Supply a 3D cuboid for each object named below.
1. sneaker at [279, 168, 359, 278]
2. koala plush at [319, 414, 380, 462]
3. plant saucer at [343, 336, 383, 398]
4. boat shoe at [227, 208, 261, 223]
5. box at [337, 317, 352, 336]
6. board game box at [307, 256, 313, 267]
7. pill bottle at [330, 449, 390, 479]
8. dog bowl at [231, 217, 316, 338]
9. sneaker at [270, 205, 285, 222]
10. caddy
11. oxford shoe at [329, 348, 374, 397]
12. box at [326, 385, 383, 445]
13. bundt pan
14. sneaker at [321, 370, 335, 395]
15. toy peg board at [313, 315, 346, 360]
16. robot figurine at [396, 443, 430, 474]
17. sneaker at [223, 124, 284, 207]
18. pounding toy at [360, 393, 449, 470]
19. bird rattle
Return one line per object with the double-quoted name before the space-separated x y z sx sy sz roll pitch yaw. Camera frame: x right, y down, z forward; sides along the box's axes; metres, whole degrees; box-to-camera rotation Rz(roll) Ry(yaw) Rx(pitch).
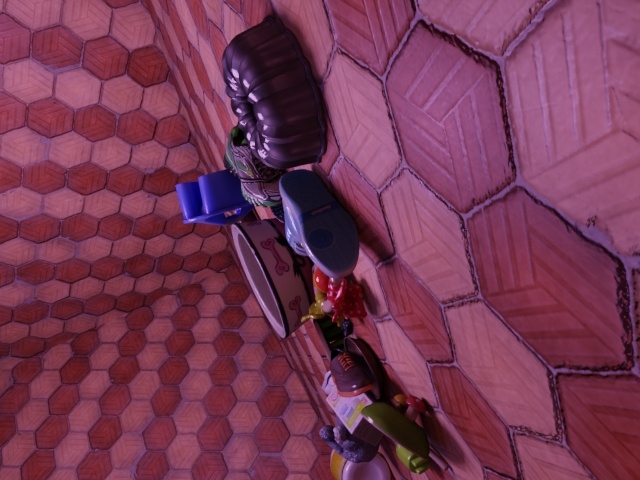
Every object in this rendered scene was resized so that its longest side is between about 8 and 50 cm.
"sneaker" 0.000 0.000 1.080 0.208 0.127 0.319 88 162 -50
"koala plush" 0.116 0.649 1.582 0.203 0.196 0.221 39 152 34
"plant saucer" 0.134 0.369 1.349 0.199 0.036 0.199 57 163 28
"boat shoe" -0.347 -0.141 2.007 0.342 0.123 0.123 59 155 7
"box" 0.071 0.250 1.404 0.067 0.018 0.083 56 162 30
"board game box" -0.059 0.113 1.581 0.160 0.039 0.211 61 164 14
"pill bottle" 0.146 0.924 1.855 0.188 0.187 0.334 63 164 6
"dog bowl" -0.142 0.106 1.496 0.408 0.150 0.408 56 160 32
"sneaker" -0.128 -0.113 1.440 0.083 0.071 0.191 74 172 -49
"caddy" -0.324 -0.142 1.562 0.241 0.341 0.179 -10 100 33
"oxford shoe" 0.075 0.380 1.321 0.271 0.096 0.099 167 85 -74
"box" 0.119 0.516 1.411 0.103 0.114 0.203 36 177 -23
"bundt pan" -0.118 -0.303 1.005 0.331 0.124 0.331 57 163 29
"sneaker" 0.066 0.586 1.813 0.095 0.090 0.235 45 158 27
"toy peg board" 0.041 0.316 1.534 0.160 0.079 0.161 -117 4 -87
"robot figurine" 0.249 0.581 1.235 0.101 0.067 0.115 64 165 -12
"sneaker" -0.191 -0.221 1.347 0.343 0.134 0.146 46 142 32
"pounding toy" 0.218 0.438 1.115 0.237 0.110 0.182 41 168 -34
"bird rattle" 0.020 0.130 1.216 0.253 0.142 0.207 115 145 -66
